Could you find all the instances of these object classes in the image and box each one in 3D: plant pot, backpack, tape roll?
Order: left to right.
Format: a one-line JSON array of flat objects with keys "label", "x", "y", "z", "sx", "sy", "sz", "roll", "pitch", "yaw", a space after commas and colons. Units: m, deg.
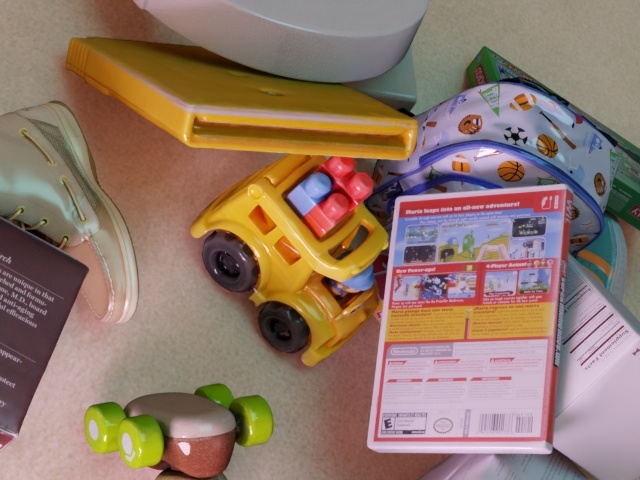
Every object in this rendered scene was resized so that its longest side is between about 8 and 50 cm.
[{"label": "tape roll", "x": -0.061, "y": -0.326, "z": 2.019, "sx": 0.392, "sy": 0.072, "sz": 0.392, "roll": 16, "pitch": 36, "yaw": -12}, {"label": "plant pot", "x": 0.051, "y": -0.195, "z": 2.105, "sx": 0.096, "sy": 0.109, "sz": 0.109, "roll": 4, "pitch": 63, "yaw": -18}, {"label": "backpack", "x": 0.204, "y": -0.059, "z": 1.980, "sx": 0.276, "sy": 0.263, "sz": 0.213, "roll": 26, "pitch": 54, "yaw": -21}]

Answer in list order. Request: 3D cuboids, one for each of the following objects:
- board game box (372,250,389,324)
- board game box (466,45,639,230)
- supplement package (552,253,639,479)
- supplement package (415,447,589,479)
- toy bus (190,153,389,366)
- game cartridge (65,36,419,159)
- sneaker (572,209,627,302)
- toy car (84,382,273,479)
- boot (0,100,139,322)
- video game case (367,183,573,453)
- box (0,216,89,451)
[{"label": "board game box", "x": 0.147, "y": 0.024, "z": 2.093, "sx": 0.259, "sy": 0.039, "sz": 0.124, "roll": -32, "pitch": 86, "yaw": -43}, {"label": "board game box", "x": 0.338, "y": -0.118, "z": 2.220, "sx": 0.317, "sy": 0.046, "sz": 0.213, "roll": 31, "pitch": 20, "yaw": -15}, {"label": "supplement package", "x": 0.281, "y": 0.130, "z": 1.856, "sx": 0.194, "sy": 0.149, "sz": 0.203, "roll": 38, "pitch": 11, "yaw": -44}, {"label": "supplement package", "x": 0.206, "y": 0.362, "z": 1.813, "sx": 0.262, "sy": 0.198, "sz": 0.199, "roll": 47, "pitch": 33, "yaw": -3}, {"label": "toy bus", "x": 0.000, "y": 0.000, "z": 1.892, "sx": 0.220, "sy": 0.211, "sz": 0.149, "roll": 51, "pitch": 48, "yaw": -2}, {"label": "game cartridge", "x": -0.095, "y": -0.159, "z": 1.883, "sx": 0.285, "sy": 0.324, "sz": 0.052, "roll": 2, "pitch": 106, "yaw": -32}, {"label": "sneaker", "x": 0.301, "y": 0.060, "z": 2.125, "sx": 0.121, "sy": 0.108, "sz": 0.302, "roll": 22, "pitch": 56, "yaw": -27}, {"label": "toy car", "x": -0.141, "y": 0.254, "z": 1.744, "sx": 0.155, "sy": 0.149, "sz": 0.188, "roll": -7, "pitch": 98, "yaw": -32}, {"label": "boot", "x": -0.314, "y": -0.017, "z": 1.767, "sx": 0.203, "sy": 0.095, "sz": 0.262, "roll": -12, "pitch": 71, "yaw": -38}, {"label": "video game case", "x": 0.158, "y": 0.083, "z": 1.800, "sx": 0.025, "sy": 0.204, "sz": 0.285, "roll": 34, "pitch": 58, "yaw": -54}, {"label": "box", "x": -0.354, "y": 0.095, "z": 1.632, "sx": 0.167, "sy": 0.168, "sz": 0.203, "roll": 30, "pitch": 52, "yaw": -16}]
